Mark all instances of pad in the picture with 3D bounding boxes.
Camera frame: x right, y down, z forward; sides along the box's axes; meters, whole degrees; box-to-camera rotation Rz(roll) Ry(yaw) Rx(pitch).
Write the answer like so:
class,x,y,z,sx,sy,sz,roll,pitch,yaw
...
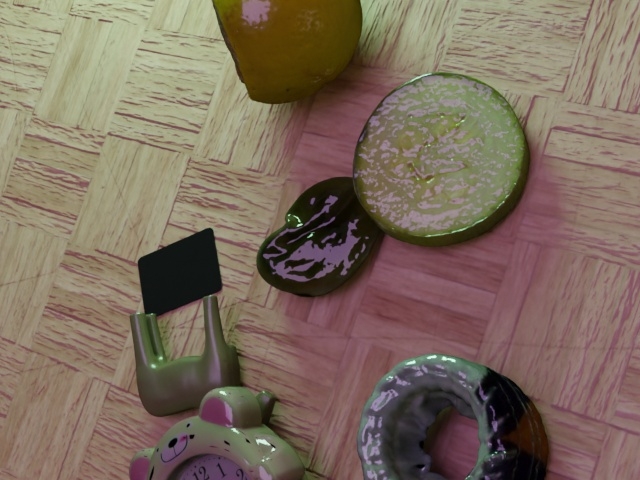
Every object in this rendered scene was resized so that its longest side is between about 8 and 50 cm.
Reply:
class,x,y,z,sx,sy,sz,roll,pitch,yaw
pad,-0.229,0.054,1.840,0.157,0.003,0.112,-22,65,24

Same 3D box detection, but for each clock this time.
class,x,y,z,sx,sy,sz,roll,pitch,yaw
clock,-0.130,0.385,1.598,0.284,0.114,0.309,-42,65,25

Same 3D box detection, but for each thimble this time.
class,x,y,z,sx,sy,sz,roll,pitch,yaw
thimble,0.162,0.267,1.453,0.237,0.150,0.237,-9,73,30

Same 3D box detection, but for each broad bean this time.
class,x,y,z,sx,sy,sz,roll,pitch,yaw
broad bean,0.001,0.000,1.674,0.207,0.072,0.153,-37,73,16

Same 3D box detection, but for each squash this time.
class,x,y,z,sx,sy,sz,roll,pitch,yaw
squash,0.167,-0.111,1.600,0.252,0.049,0.252,-8,69,20

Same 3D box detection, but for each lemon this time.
class,x,y,z,sx,sy,sz,roll,pitch,yaw
lemon,-0.042,-0.334,1.707,0.219,0.240,0.240,-23,63,-3

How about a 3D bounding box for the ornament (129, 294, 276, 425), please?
class,x,y,z,sx,sy,sz,roll,pitch,yaw
ornament,-0.176,0.209,1.728,0.230,0.061,0.244,-16,76,25
